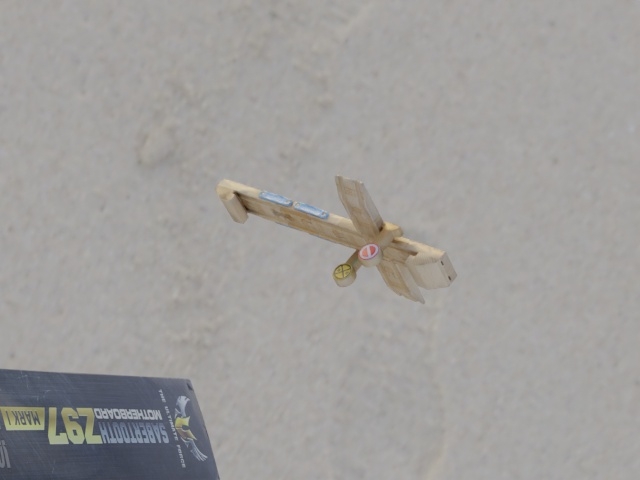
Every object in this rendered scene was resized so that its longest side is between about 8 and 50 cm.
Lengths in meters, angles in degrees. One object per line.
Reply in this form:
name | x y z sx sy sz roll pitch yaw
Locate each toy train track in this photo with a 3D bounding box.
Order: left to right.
toy train track | 0.000 0.000 0.458 0.083 0.048 0.014 20 60 42

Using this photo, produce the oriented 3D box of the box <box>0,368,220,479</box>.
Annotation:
box | -0.187 0.120 0.746 0.183 0.233 0.059 13 58 -65
